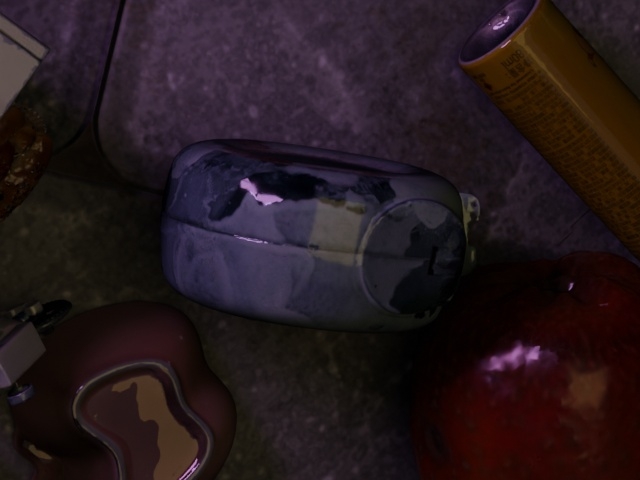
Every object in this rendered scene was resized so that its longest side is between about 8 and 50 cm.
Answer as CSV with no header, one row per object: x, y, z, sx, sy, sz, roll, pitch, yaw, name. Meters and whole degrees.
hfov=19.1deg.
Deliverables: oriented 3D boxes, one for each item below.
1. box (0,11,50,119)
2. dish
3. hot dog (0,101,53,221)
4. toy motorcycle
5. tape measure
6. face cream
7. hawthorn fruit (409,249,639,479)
-0.345,-0.095,1.505,0.117,0.225,0.225,37,83,-19,box
-0.164,0.162,1.666,0.213,0.090,0.213,-2,96,-20,dish
-0.299,-0.034,1.602,0.191,0.059,0.108,-54,151,-3,hot dog
-0.303,0.112,1.571,0.150,0.221,0.102,-15,108,28,toy motorcycle
0.000,0.000,1.617,0.275,0.256,0.147,8,96,3,tape measure
0.279,-0.078,1.794,0.348,0.105,0.105,46,80,-17,face cream
0.209,0.154,1.710,0.275,0.275,0.299,5,85,-20,hawthorn fruit
